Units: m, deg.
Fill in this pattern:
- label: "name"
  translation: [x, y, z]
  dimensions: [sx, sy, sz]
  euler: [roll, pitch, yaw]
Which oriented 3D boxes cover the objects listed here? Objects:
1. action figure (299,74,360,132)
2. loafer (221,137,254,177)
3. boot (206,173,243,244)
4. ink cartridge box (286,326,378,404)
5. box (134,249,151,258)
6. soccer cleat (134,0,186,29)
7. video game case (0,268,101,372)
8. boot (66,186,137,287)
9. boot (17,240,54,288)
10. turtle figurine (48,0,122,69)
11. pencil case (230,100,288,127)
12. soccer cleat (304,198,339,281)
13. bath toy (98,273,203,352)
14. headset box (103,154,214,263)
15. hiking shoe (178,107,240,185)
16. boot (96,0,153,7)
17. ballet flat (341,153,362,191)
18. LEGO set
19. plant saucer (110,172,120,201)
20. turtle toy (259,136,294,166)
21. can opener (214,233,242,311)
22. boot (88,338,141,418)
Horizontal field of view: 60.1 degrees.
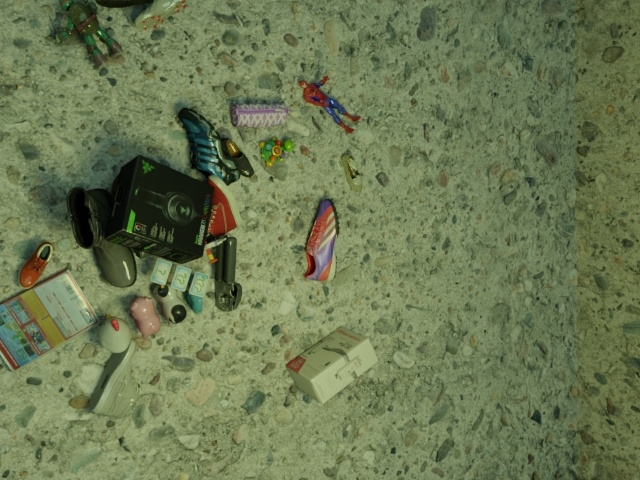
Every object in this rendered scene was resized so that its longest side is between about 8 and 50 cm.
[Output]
- label: "action figure"
  translation: [0.046, -0.521, 2.083]
  dimensions: [0.280, 0.139, 0.091]
  euler: [31, 77, -24]
- label: "loafer"
  translation: [-0.292, -0.289, 1.951]
  dimensions: [0.170, 0.061, 0.062]
  euler: [47, 71, -24]
- label: "boot"
  translation: [-0.371, -0.093, 1.864]
  dimensions: [0.176, 0.088, 0.244]
  euler: [-37, 142, -19]
- label: "ink cartridge box"
  translation: [0.044, 0.467, 2.109]
  dimensions: [0.283, 0.207, 0.117]
  euler: [-32, 110, -24]
- label: "box"
  translation: [-0.531, -0.076, 1.807]
  dimensions: [0.183, 0.056, 0.231]
  euler: [-18, 110, -34]
- label: "soccer cleat"
  translation: [-0.525, -0.753, 1.794]
  dimensions: [0.196, 0.068, 0.076]
  euler: [-38, 85, -16]
- label: "video game case"
  translation: [-0.858, 0.243, 1.699]
  dimensions: [0.285, 0.025, 0.204]
  euler: [-32, 108, -23]
- label: "boot"
  translation: [-0.668, 0.006, 1.663]
  dimensions: [0.118, 0.223, 0.338]
  euler: [-20, 99, -2]
- label: "boot"
  translation: [-0.851, 0.074, 1.654]
  dimensions: [0.059, 0.085, 0.158]
  euler: [31, 77, -29]
- label: "turtle figurine"
  translation: [-0.718, -0.648, 1.666]
  dimensions: [0.175, 0.118, 0.234]
  euler: [-47, 119, -18]
- label: "pencil case"
  translation: [-0.216, -0.447, 1.967]
  dimensions: [0.206, 0.088, 0.086]
  euler: [-11, 97, -27]
- label: "soccer cleat"
  translation: [0.000, 0.000, 2.112]
  dimensions: [0.116, 0.108, 0.318]
  euler: [-1, 96, -25]
- label: "bath toy"
  translation: [-0.551, 0.229, 1.791]
  dimensions: [0.348, 0.129, 0.151]
  euler: [-28, 62, -34]
- label: "headset box"
  translation: [-0.488, -0.090, 1.669]
  dimensions: [0.283, 0.131, 0.246]
  euler: [24, 62, -37]
- label: "hiking shoe"
  translation: [-0.394, -0.300, 1.864]
  dimensions: [0.132, 0.113, 0.304]
  euler: [-42, 112, -21]
- label: "boot"
  translation: [-0.620, -0.842, 1.724]
  dimensions: [0.190, 0.076, 0.208]
  euler: [-12, 97, -16]
- label: "ballet flat"
  translation: [0.130, -0.264, 2.190]
  dimensions: [0.057, 0.052, 0.168]
  euler: [-34, 109, -23]
- label: "LEGO set"
  translation: [-0.425, 0.044, 1.804]
  dimensions: [0.182, 0.060, 0.244]
  euler: [21, 75, -21]
- label: "plant saucer"
  translation: [-0.599, -0.156, 1.810]
  dimensions: [0.168, 0.029, 0.168]
  euler: [-2, 95, -28]
- label: "turtle toy"
  translation: [-0.157, -0.331, 2.019]
  dimensions: [0.130, 0.066, 0.095]
  euler: [-27, 106, -24]
- label: "can opener"
  translation: [-0.321, 0.115, 1.945]
  dimensions: [0.095, 0.076, 0.283]
  euler: [-21, 120, -59]
- label: "boot"
  translation: [-0.640, 0.453, 1.809]
  dimensions: [0.123, 0.095, 0.258]
  euler: [32, 83, -37]
